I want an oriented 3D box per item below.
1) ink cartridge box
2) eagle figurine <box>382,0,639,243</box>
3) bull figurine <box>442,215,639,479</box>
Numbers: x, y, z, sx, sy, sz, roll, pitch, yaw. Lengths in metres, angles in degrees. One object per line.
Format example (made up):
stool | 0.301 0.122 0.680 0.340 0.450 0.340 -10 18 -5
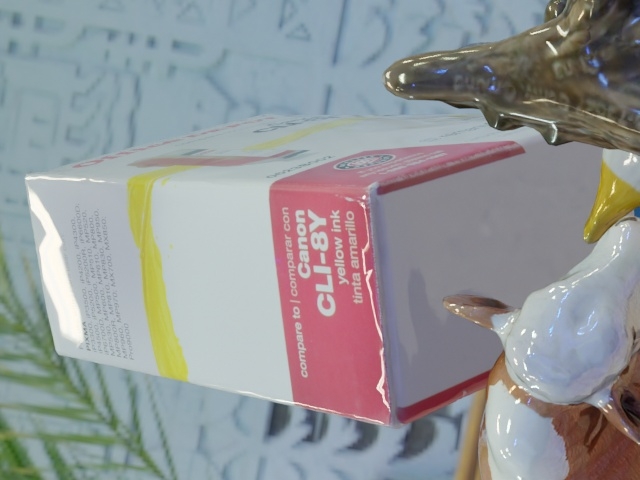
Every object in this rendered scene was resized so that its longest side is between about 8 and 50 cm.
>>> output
ink cartridge box | 0.000 0.000 1.029 0.279 0.385 0.160 -19 -74 -42
eagle figurine | 0.151 -0.091 0.460 0.225 0.226 0.298 -24 8 42
bull figurine | 0.138 0.113 0.643 0.188 0.101 0.310 -34 -52 -47
